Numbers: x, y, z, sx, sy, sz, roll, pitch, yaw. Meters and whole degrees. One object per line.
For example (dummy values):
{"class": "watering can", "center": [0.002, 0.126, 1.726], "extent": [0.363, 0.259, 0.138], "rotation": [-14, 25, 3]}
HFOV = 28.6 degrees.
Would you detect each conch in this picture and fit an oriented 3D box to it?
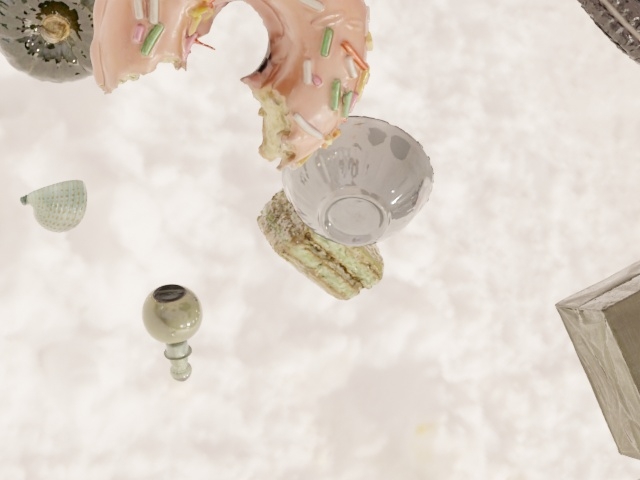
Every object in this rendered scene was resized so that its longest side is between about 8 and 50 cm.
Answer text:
{"class": "conch", "center": [-0.311, -0.040, 1.499], "extent": [0.085, 0.076, 0.057], "rotation": [-19, 78, -58]}

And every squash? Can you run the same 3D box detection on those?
{"class": "squash", "center": [-0.336, -0.308, 1.645], "extent": [0.218, 0.218, 0.172], "rotation": [4, 52, -35]}

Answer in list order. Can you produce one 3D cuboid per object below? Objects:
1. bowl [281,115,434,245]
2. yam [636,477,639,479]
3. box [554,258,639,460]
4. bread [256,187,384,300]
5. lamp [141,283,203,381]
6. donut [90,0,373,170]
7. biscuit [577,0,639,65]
{"class": "bowl", "center": [0.043, -0.050, 1.514], "extent": [0.189, 0.189, 0.086], "rotation": [24, 39, -16]}
{"class": "yam", "center": [0.361, 0.253, 1.288], "extent": [0.045, 0.326, 0.045], "rotation": [45, 33, -24]}
{"class": "box", "center": [0.443, 0.158, 1.651], "extent": [0.148, 0.155, 0.231], "rotation": [-26, 97, -13]}
{"class": "bread", "center": [0.000, 0.000, 1.718], "extent": [0.138, 0.102, 0.196], "rotation": [35, 9, -26]}
{"class": "lamp", "center": [-0.217, 0.144, 1.884], "extent": [0.090, 0.163, 0.091], "rotation": [-2, 34, 2]}
{"class": "donut", "center": [-0.057, -0.170, 1.000], "extent": [0.232, 0.199, 0.085], "rotation": [21, 10, -21]}
{"class": "biscuit", "center": [0.348, -0.271, 1.446], "extent": [0.194, 0.053, 0.195], "rotation": [36, 27, -21]}
